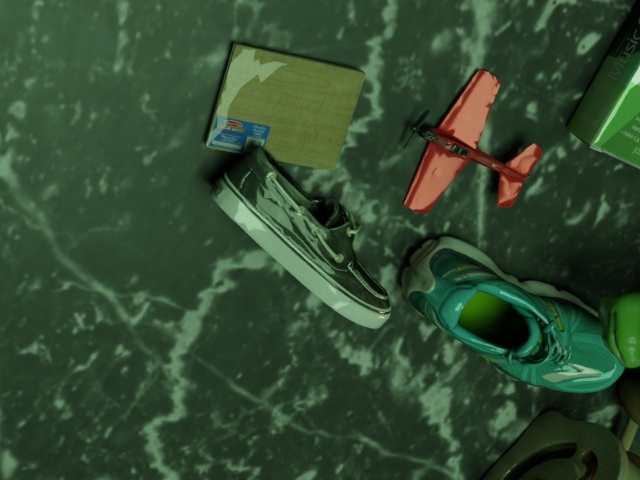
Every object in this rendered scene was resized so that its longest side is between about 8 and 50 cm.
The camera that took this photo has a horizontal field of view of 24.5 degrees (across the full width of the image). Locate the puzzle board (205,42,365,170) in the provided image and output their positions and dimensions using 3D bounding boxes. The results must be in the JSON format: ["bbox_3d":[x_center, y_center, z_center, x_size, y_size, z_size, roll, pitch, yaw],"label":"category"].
[{"bbox_3d":[-0.031,-0.117,1.303,0.128,0.011,0.096,9,111,-25],"label":"puzzle board"}]

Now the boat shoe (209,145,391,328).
[{"bbox_3d":[0.000,0.000,1.328,0.070,0.078,0.219,-43,121,10],"label":"boat shoe"}]

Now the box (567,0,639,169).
[{"bbox_3d":[0.410,-0.198,1.420,0.232,0.058,0.322,22,103,-29],"label":"box"}]

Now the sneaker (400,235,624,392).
[{"bbox_3d":[0.196,0.094,1.437,0.275,0.110,0.107,24,103,-30],"label":"sneaker"}]

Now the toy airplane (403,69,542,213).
[{"bbox_3d":[0.144,-0.078,1.382,0.151,0.028,0.151,-9,118,-17],"label":"toy airplane"}]

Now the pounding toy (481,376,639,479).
[{"bbox_3d":[0.281,0.279,1.532,0.269,0.154,0.155,-48,121,5],"label":"pounding toy"}]

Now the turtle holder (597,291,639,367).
[{"bbox_3d":[0.426,0.143,1.467,0.320,0.227,0.243,-14,115,-26],"label":"turtle holder"}]
